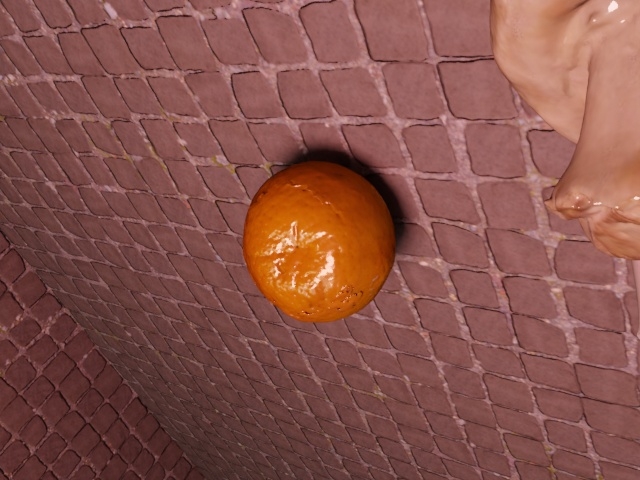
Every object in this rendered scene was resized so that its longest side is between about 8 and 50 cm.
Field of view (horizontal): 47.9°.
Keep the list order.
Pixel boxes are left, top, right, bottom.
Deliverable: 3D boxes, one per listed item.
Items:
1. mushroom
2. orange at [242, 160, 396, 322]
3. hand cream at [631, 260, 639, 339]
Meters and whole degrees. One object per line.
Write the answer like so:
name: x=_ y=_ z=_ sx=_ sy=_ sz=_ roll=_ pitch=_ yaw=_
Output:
mushroom: x=0.249 y=-0.134 z=0.483 sx=0.298 sy=0.289 sz=0.297 roll=13 pitch=159 yaw=5
orange: x=-0.002 y=0.002 z=0.982 sx=0.219 sy=0.193 sz=0.219 roll=-2 pitch=87 yaw=40
hand cream: x=0.392 y=0.013 z=0.733 sx=0.186 sy=0.118 sz=0.358 roll=1 pitch=141 yaw=37
